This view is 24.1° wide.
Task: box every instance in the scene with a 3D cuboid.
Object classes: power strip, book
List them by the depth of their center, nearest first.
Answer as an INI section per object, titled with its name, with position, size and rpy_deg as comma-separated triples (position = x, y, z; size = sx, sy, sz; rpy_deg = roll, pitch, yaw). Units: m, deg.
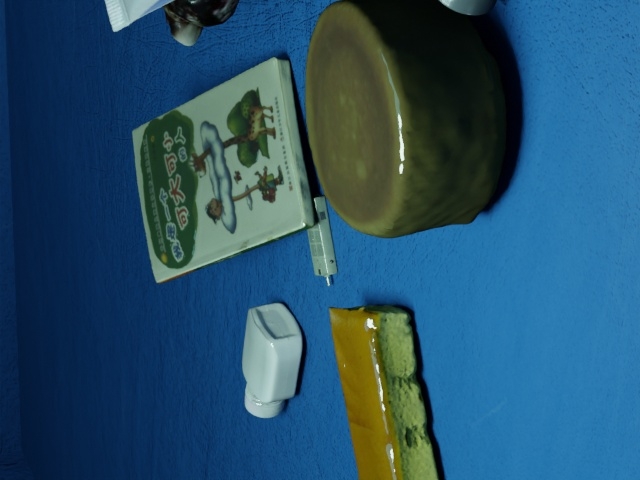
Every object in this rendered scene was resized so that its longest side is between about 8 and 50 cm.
[power strip]
position = 0.000, 0.000, 2.177
size = 0.051, 0.019, 0.136
rpy_deg = -2, 98, 64
[book]
position = -0.156, -0.100, 2.288
size = 0.371, 0.043, 0.260
rpy_deg = -21, 74, 46

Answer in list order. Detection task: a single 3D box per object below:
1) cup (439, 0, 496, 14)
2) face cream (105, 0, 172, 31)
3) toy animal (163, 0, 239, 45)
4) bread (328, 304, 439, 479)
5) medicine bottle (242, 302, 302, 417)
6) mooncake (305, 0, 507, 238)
[cup]
position = 0.168, -0.305, 1.623
size = 0.077, 0.078, 0.100
rpy_deg = 115, 169, -45
[face cream]
position = -0.135, -0.449, 1.949
size = 0.420, 0.137, 0.234
rpy_deg = -17, 85, 31
[toy animal]
position = -0.154, -0.435, 2.106
size = 0.303, 0.194, 0.344
rpy_deg = 33, 118, 37
[bread]
position = 0.094, 0.260, 2.007
size = 0.138, 0.077, 0.361
rpy_deg = 172, 87, -67
[medicine bottle]
position = -0.080, 0.195, 2.377
size = 0.119, 0.069, 0.183
rpy_deg = 54, 145, 42
[mooncake]
position = 0.097, -0.146, 1.732
size = 0.284, 0.156, 0.284
rpy_deg = 167, 90, -68
